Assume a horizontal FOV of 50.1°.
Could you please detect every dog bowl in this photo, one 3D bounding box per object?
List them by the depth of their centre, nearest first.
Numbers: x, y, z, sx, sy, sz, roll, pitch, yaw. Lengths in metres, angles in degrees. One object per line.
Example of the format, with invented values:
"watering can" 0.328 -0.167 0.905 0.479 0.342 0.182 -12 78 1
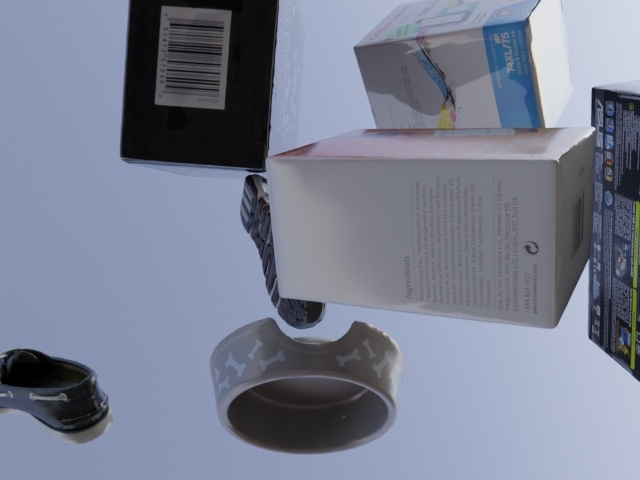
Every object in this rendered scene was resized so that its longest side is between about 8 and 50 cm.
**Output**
"dog bowl" -0.022 0.265 1.194 0.348 0.349 0.102 25 -138 -26

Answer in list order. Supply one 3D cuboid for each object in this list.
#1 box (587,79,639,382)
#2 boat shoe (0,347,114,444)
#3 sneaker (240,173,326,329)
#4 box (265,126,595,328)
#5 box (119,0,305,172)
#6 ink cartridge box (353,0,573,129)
"box" 0.312 0.006 0.593 0.060 0.216 0.270 -8 -73 -6
"boat shoe" -0.420 0.199 0.988 0.114 0.302 0.091 -43 -47 -54
"sneaker" 0.000 0.000 0.925 0.162 0.281 0.106 -1 -50 -23
"box" 0.073 -0.019 0.430 0.130 0.170 0.091 -31 -59 -57
"box" -0.151 -0.251 1.110 0.212 0.395 0.294 4 -87 3
"ink cartridge box" 0.230 -0.269 1.084 0.198 0.270 0.197 -52 -48 -42
